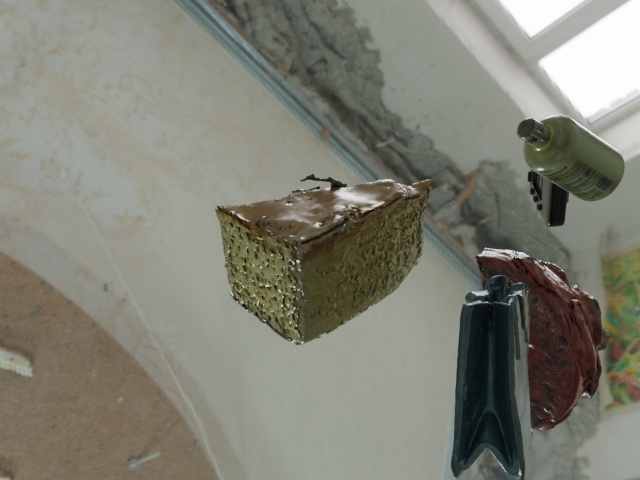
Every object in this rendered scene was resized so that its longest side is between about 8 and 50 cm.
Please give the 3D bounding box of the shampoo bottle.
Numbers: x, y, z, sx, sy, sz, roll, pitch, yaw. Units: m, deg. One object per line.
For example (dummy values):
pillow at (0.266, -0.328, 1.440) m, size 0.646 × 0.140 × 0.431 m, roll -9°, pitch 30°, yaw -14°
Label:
shampoo bottle at (0.309, -0.111, 0.903) m, size 0.162 × 0.079 × 0.079 m, roll 23°, pitch -130°, yaw -31°

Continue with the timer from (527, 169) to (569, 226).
timer at (0.439, -0.126, 1.359) m, size 0.187 × 0.055 × 0.144 m, roll -84°, pitch -11°, yaw -60°

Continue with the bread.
bread at (0.000, 0.000, 1.278) m, size 0.315 × 0.279 × 0.248 m, roll -32°, pitch -50°, yaw -40°

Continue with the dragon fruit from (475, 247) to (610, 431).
dragon fruit at (0.403, 0.138, 1.173) m, size 0.205 × 0.152 × 0.316 m, roll -19°, pitch -87°, yaw -41°

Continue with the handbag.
handbag at (0.179, 0.125, 0.709) m, size 0.229 × 0.062 × 0.179 m, roll 4°, pitch -92°, yaw -71°
